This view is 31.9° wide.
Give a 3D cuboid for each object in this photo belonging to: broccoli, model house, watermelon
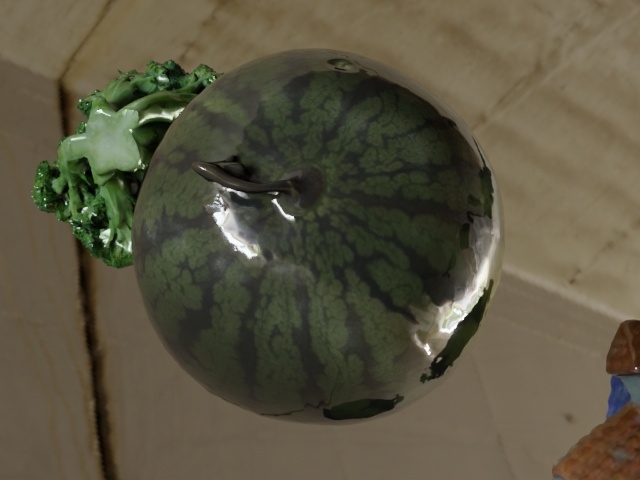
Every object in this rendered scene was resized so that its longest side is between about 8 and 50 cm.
[{"bbox_3d":[-0.218,-0.107,1.421,0.265,0.294,0.245,53,-163,13],"label":"broccoli"},{"bbox_3d":[0.370,0.256,1.245,0.329,0.295,0.252,54,165,-3],"label":"model house"},{"bbox_3d":[0.000,0.000,0.838,0.279,0.279,0.359,51,178,14],"label":"watermelon"}]
